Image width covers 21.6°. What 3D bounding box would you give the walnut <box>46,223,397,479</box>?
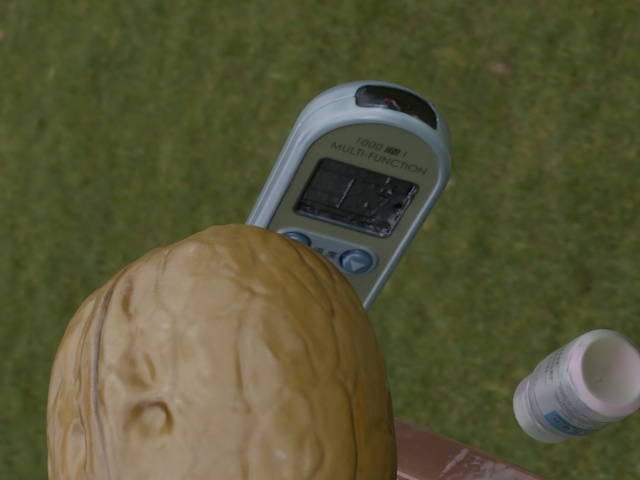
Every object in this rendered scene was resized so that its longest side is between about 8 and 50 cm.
[{"bbox_3d":[-0.046,0.093,0.771,0.165,0.165,0.197,-34,47,48],"label":"walnut"}]

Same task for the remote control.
[{"bbox_3d":[0.000,0.000,0.942,0.244,0.087,0.047,120,164,-45],"label":"remote control"}]

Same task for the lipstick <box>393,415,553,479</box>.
[{"bbox_3d":[0.082,0.144,0.944,0.145,0.045,0.045,18,138,40],"label":"lipstick"}]

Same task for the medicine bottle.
[{"bbox_3d":[0.149,0.087,0.968,0.089,0.052,0.052,133,139,-63],"label":"medicine bottle"}]
